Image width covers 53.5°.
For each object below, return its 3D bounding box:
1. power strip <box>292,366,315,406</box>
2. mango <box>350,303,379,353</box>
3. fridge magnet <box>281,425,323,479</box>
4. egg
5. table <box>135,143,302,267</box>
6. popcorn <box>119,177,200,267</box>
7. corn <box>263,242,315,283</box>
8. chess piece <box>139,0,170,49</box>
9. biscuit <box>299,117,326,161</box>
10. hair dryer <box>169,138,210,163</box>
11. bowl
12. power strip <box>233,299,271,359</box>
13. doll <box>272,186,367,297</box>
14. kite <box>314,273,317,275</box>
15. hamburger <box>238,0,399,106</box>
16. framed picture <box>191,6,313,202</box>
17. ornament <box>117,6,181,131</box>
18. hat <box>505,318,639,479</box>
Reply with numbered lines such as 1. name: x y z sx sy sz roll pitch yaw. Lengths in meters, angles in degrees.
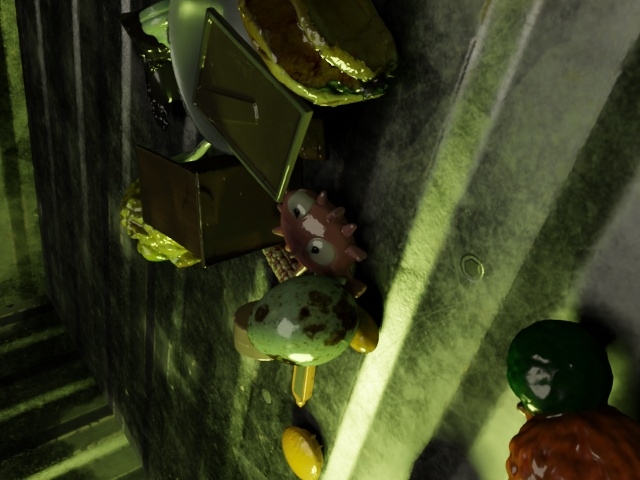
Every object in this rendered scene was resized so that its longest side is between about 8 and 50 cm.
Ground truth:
1. power strip: -0.040 0.329 1.499 0.049 0.028 0.178 38 133 39
2. mango: 0.073 0.168 1.242 0.114 0.057 0.079 59 151 24
3. fridge magnet: -0.044 0.523 1.564 0.143 0.063 0.143 26 125 44
4. egg: -0.038 0.152 1.189 0.231 0.169 0.169 -14 94 27
5. table: -0.216 -0.107 1.350 0.282 0.250 0.196 26 126 46
6. popcorn: -0.403 -0.059 1.665 0.270 0.224 0.258 54 160 10
7. corn: -0.057 0.074 1.347 0.237 0.079 0.079 52 141 27
8. chess piece: -0.300 -0.412 1.458 0.139 0.139 0.272 1 118 54
9. biscuit: -0.018 -0.197 1.234 0.081 0.018 0.083 19 120 50
10. hair dryer: -0.322 -0.205 1.524 0.067 0.167 0.199 61 145 6
11. bowl: -0.140 -0.348 1.206 0.345 0.157 0.346 32 133 42
12. power strip: -0.122 0.203 1.452 0.154 0.154 0.078 29 125 45
13. doll: 0.000 0.000 1.230 0.211 0.093 0.262 -31 90 50
14. kite: 0.003 0.156 1.377 0.250 0.012 0.229 29 129 43
15. hamburger: -0.015 -0.339 0.999 0.132 0.211 0.309 -38 72 49
16. framed picture: -0.131 -0.233 1.108 0.289 0.016 0.213 49 141 23
17. ornament: -0.426 -0.433 1.638 0.251 0.106 0.260 53 151 36
18. hat: 0.362 0.310 0.811 0.285 0.285 0.400 -8 72 55
